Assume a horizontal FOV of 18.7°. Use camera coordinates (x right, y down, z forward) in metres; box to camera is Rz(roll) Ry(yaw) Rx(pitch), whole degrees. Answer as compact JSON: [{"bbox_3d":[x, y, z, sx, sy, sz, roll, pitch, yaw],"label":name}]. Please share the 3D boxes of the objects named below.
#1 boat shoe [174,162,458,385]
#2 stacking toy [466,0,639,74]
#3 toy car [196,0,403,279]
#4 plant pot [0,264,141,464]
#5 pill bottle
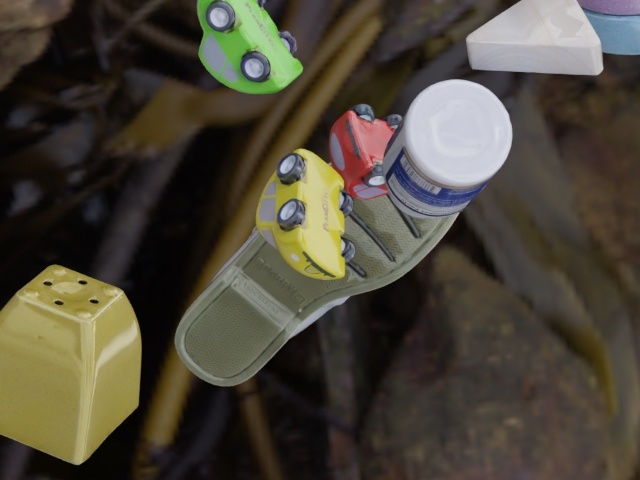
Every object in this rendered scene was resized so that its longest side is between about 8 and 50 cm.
[{"bbox_3d":[0.000,0.000,1.611,0.113,0.302,0.103,48,28,-12],"label":"boat shoe"},{"bbox_3d":[0.262,-0.130,1.263,0.279,0.309,0.130,-52,142,-39],"label":"stacking toy"},{"bbox_3d":[-0.026,-0.092,1.397,0.225,0.053,0.239,56,30,-7],"label":"toy car"},{"bbox_3d":[-0.150,0.064,1.119,0.081,0.081,0.083,-48,154,-59],"label":"plant pot"},{"bbox_3d":[0.075,-0.052,1.214,0.067,0.120,0.067,2,76,-8],"label":"pill bottle"}]
